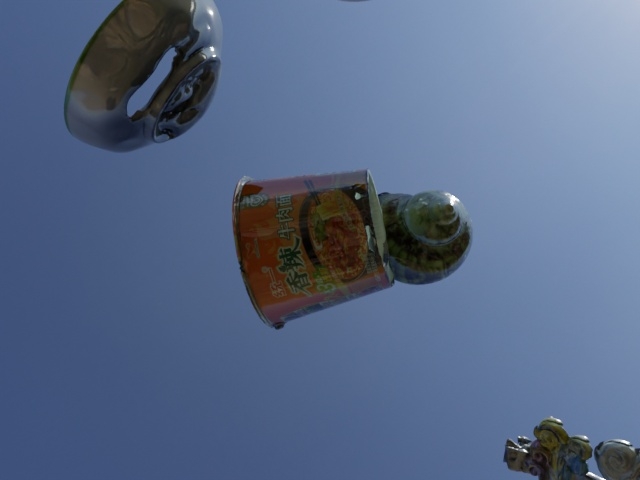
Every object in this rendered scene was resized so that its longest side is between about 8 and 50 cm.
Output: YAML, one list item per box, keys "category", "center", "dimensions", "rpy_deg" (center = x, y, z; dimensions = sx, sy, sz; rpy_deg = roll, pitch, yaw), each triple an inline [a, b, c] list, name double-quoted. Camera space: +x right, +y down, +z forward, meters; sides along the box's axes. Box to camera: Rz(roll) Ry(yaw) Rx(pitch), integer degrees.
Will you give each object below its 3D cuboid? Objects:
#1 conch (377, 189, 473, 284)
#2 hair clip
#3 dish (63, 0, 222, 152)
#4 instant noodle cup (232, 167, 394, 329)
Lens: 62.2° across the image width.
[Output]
- category: "conch"
  center: [0.153, -0.013, 0.868]
  dimensions: [0.187, 0.182, 0.124]
  rpy_deg: [34, -149, 4]
- category: "hair clip"
  center: [0.277, 0.251, 0.553]
  dimensions: [0.049, 0.172, 0.116]
  rpy_deg: [-9, -79, -39]
- category: "dish"
  center: [-0.252, -0.257, 0.870]
  dimensions: [0.124, 0.324, 0.324]
  rpy_deg: [38, -106, -2]
- category: "instant noodle cup"
  center: [0.000, 0.000, 0.766]
  dimensions: [0.182, 0.230, 0.231]
  rpy_deg: [-12, -93, 11]
